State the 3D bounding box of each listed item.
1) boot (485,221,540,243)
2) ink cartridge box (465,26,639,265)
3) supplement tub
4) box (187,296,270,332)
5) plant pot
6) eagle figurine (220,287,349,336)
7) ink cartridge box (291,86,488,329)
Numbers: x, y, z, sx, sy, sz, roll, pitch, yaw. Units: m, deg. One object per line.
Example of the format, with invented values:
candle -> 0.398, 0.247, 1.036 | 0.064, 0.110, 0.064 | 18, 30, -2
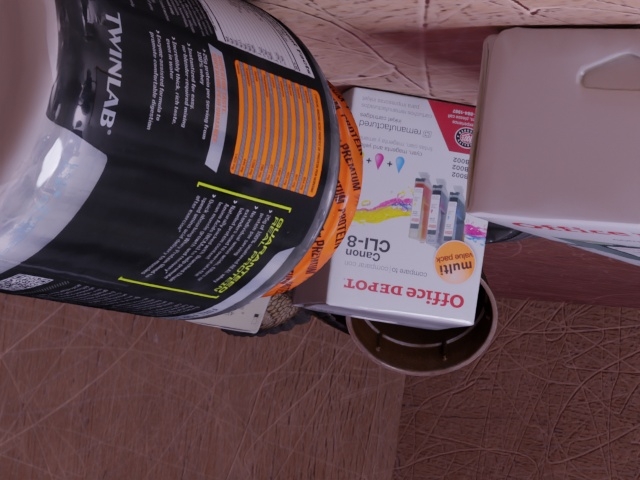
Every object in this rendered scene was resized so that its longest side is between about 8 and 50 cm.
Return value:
boot -> 0.087, -0.040, 1.723 | 0.338, 0.118, 0.222 | 12, -176, 28
ink cartridge box -> 0.256, -0.045, 1.185 | 0.211, 0.121, 0.289 | 4, 174, 39
supplement tub -> -0.125, -0.063, 1.078 | 0.207, 0.207, 0.338 | 5, 175, 31
box -> -0.147, -0.007, 1.986 | 0.094, 0.113, 0.275 | 11, -166, -34
plant pot -> 0.116, 0.038, 2.091 | 0.167, 0.167, 0.165 | 8, -146, -1
eagle figurine -> -0.032, 0.039, 2.189 | 0.225, 0.298, 0.226 | -27, -147, 0
ink cartridge box -> 0.060, -0.022, 1.503 | 0.128, 0.176, 0.127 | 8, 176, -12
